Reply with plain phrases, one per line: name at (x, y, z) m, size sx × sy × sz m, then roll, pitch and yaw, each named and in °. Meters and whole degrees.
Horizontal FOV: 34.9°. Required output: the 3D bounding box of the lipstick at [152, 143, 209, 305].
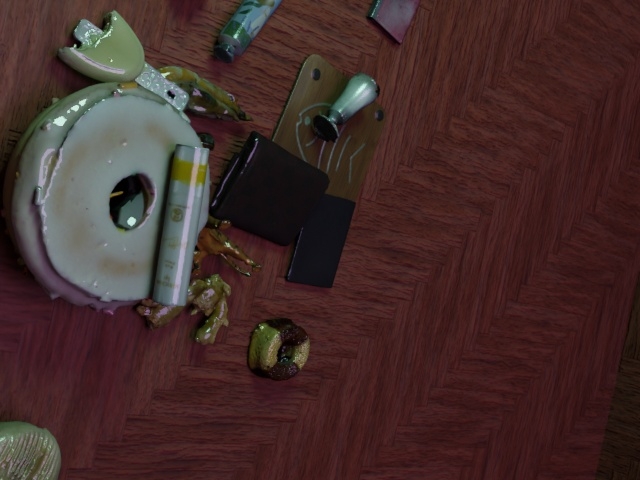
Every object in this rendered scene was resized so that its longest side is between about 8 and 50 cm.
lipstick at (-0.229, -0.024, 1.671) m, size 0.059 × 0.059 × 0.264 m, roll 5°, pitch 96°, yaw -46°

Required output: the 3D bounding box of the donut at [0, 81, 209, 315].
donut at (-0.351, -0.072, 1.677) m, size 0.383 × 0.142 × 0.382 m, roll -12°, pitch 108°, yaw -43°

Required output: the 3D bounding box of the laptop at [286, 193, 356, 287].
laptop at (0.000, 0.000, 2.130) m, size 0.135 × 0.016 × 0.197 m, roll 13°, pitch 95°, yaw -44°

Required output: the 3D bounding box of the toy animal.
toy animal at (-0.200, 0.006, 1.899) m, size 0.114 × 0.116 × 0.255 m, roll -30°, pitch 143°, yaw -1°

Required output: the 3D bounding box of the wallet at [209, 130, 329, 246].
wallet at (-0.097, -0.092, 1.986) m, size 0.229 × 0.049 × 0.182 m, roll 26°, pitch 96°, yaw -45°

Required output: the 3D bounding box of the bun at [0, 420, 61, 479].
bun at (-0.513, 0.374, 1.623) m, size 0.178 × 0.128 × 0.193 m, roll 53°, pitch 50°, yaw -38°

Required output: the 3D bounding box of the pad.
pad at (0.013, -0.205, 2.115) m, size 0.284 × 0.018 × 0.286 m, roll 32°, pitch 74°, yaw -44°

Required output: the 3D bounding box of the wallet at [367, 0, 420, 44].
wallet at (0.182, -0.552, 2.207) m, size 0.119 × 0.025 × 0.232 m, roll 34°, pitch 75°, yaw -45°

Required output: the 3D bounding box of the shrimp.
shrimp at (-0.223, -0.220, 1.839) m, size 0.254 × 0.059 × 0.145 m, roll 27°, pitch 82°, yaw -45°

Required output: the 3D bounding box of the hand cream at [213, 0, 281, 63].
hand cream at (-0.123, -0.436, 1.908) m, size 0.256 × 0.055 × 0.088 m, roll -60°, pitch 138°, yaw -27°

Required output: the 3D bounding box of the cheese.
cheese at (-0.319, -0.289, 1.706) m, size 0.235 × 0.050 × 0.127 m, roll 37°, pitch 63°, yaw -28°

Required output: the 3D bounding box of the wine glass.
wine glass at (0.052, -0.271, 2.082) m, size 0.155 × 0.072 × 0.072 m, roll -48°, pitch 129°, yaw -28°

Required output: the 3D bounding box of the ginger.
ginger at (-0.247, 0.117, 1.893) m, size 0.176 × 0.053 × 0.193 m, roll -49°, pitch 132°, yaw -29°

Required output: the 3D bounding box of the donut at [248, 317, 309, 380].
donut at (-0.082, 0.223, 2.079) m, size 0.140 × 0.059 × 0.140 m, roll -15°, pitch 112°, yaw -41°
